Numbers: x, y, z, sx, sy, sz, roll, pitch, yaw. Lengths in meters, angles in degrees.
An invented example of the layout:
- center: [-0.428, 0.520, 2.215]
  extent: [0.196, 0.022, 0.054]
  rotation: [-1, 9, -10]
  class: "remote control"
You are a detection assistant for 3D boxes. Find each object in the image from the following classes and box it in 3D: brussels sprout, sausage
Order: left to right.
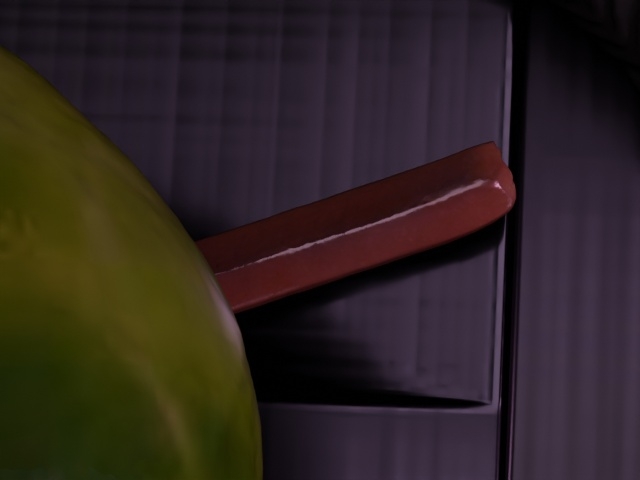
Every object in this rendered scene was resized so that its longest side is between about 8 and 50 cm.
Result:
- center: [-0.177, 0.089, 0.581]
  extent: [0.344, 0.268, 0.344]
  rotation: [-8, 72, 26]
  class: "brussels sprout"
- center: [0.000, 0.001, 0.677]
  extent: [0.147, 0.035, 0.030]
  rotation: [-18, 83, 5]
  class: "sausage"

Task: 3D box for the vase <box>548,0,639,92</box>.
- center: [0.138, -0.072, 0.644]
  extent: [0.115, 0.115, 0.237]
  rotation: [-39, 84, -1]
  class: "vase"
